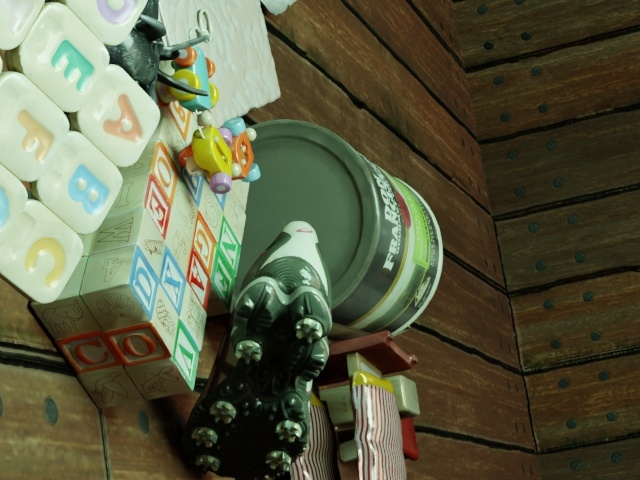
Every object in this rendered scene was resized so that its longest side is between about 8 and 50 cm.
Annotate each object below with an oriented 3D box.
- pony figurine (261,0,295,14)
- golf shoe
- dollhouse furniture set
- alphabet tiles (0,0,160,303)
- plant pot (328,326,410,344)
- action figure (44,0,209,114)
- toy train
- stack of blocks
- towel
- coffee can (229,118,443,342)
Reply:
[{"bbox_3d":[-0.030,-0.472,1.794,0.351,0.302,0.363,40,22,-59],"label":"pony figurine"},{"bbox_3d":[-0.045,0.108,1.331,0.120,0.105,0.273,-79,-170,-49],"label":"golf shoe"},{"bbox_3d":[0.069,0.249,1.712,0.374,0.152,0.201,41,40,-64],"label":"dollhouse furniture set"},{"bbox_3d":[-0.216,-0.092,0.967,0.278,0.021,0.284,47,63,-44],"label":"alphabet tiles"},{"bbox_3d":[0.030,0.075,1.818,0.109,0.109,0.096,38,30,-65],"label":"plant pot"},{"bbox_3d":[-0.204,-0.161,1.088,0.275,0.141,0.164,22,69,-52],"label":"action figure"},{"bbox_3d":[-0.100,-0.106,1.290,0.125,0.046,0.166,-79,155,-57],"label":"toy train"},{"bbox_3d":[-0.145,-0.002,1.296,0.297,0.087,0.171,-85,156,-47],"label":"stack of blocks"},{"bbox_3d":[-0.140,-0.275,1.586,0.332,0.053,0.317,-39,116,-72],"label":"towel"},{"bbox_3d":[0.000,0.000,1.584,0.275,0.201,0.202,24,55,-71],"label":"coffee can"}]
